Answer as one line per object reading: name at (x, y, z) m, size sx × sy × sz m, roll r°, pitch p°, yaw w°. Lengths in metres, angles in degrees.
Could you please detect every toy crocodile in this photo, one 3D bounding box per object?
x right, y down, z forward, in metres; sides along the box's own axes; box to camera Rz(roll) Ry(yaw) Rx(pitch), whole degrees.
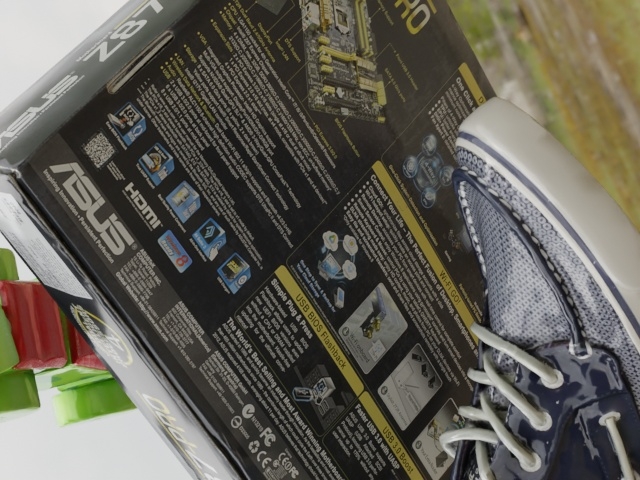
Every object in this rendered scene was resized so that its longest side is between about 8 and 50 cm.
toy crocodile at (-0.181, 0.068, 0.981) m, size 0.340 × 0.105 × 0.115 m, roll 13°, pitch -116°, yaw -68°

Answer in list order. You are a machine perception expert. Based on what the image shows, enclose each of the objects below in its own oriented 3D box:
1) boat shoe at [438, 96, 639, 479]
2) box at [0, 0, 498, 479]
boat shoe at (0.129, 0.088, 0.817) m, size 0.340 × 0.158 × 0.127 m, roll 55°, pitch 172°, yaw -31°
box at (0.000, 0.000, 0.920) m, size 0.097 × 0.318 × 0.395 m, roll 11°, pitch 141°, yaw 52°
